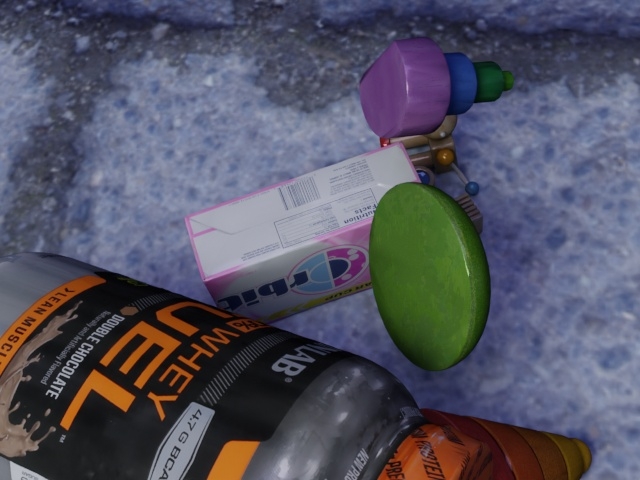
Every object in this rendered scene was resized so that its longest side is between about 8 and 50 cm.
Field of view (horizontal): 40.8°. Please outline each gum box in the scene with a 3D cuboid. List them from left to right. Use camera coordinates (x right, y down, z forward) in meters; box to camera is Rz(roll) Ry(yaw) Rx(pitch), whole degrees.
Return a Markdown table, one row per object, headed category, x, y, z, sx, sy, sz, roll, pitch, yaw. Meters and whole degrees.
| category | x | y | z | sx | sy | sz | roll | pitch | yaw |
| --- | --- | --- | --- | --- | --- | --- | --- | --- | --- |
| gum box | 0.000 | 0.000 | 0.685 | 0.188 | 0.107 | 0.062 | -19 | 60 | -2 |

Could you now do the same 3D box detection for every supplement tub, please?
| category | x | y | z | sx | sy | sz | roll | pitch | yaw |
| --- | --- | --- | --- | --- | --- | --- | --- | --- | --- |
| supplement tub | -0.082 | 0.143 | 0.526 | 0.338 | 0.207 | 0.207 | 16 | 64 | 24 |

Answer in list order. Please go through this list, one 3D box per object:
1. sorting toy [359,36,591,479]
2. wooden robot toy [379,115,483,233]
| category | x | y | z | sx | sy | sz | roll | pitch | yaw |
| --- | --- | --- | --- | --- | --- | --- | --- | --- | --- |
| sorting toy | 0.118 | 0.041 | 0.595 | 0.126 | 0.127 | 0.365 | -9 | 91 | -24 |
| wooden robot toy | 0.091 | -0.085 | 0.736 | 0.076 | 0.079 | 0.173 | -11 | 60 | 2 |
